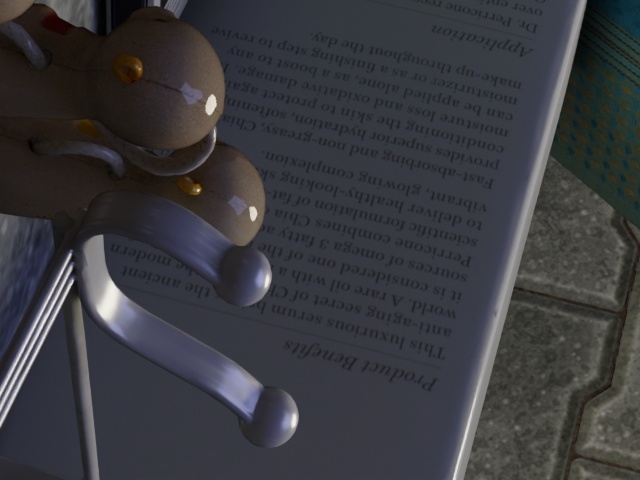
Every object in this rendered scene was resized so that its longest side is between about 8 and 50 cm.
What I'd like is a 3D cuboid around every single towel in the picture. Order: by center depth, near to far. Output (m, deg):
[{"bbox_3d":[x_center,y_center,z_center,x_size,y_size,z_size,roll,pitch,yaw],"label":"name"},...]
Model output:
[{"bbox_3d":[0.124,-0.189,1.256,0.040,0.370,0.271,-36,154,-24],"label":"towel"}]

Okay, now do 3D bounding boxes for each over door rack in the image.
[{"bbox_3d":[-0.107,0.149,0.653,0.239,0.108,0.324,-65,-175,-27],"label":"over door rack"}]

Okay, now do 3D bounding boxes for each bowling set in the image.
[{"bbox_3d":[-0.084,-0.119,0.559,0.287,0.154,0.200,61,43,-79],"label":"bowling set"}]

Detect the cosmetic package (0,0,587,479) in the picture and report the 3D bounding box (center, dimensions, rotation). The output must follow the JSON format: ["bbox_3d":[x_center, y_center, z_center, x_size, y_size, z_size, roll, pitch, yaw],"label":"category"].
[{"bbox_3d":[0.000,0.000,1.070,0.161,0.230,0.453,93,14,-56],"label":"cosmetic package"}]

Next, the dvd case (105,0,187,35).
[{"bbox_3d":[-0.067,-0.231,0.937,0.179,0.029,0.239,-69,169,-46],"label":"dvd case"}]
